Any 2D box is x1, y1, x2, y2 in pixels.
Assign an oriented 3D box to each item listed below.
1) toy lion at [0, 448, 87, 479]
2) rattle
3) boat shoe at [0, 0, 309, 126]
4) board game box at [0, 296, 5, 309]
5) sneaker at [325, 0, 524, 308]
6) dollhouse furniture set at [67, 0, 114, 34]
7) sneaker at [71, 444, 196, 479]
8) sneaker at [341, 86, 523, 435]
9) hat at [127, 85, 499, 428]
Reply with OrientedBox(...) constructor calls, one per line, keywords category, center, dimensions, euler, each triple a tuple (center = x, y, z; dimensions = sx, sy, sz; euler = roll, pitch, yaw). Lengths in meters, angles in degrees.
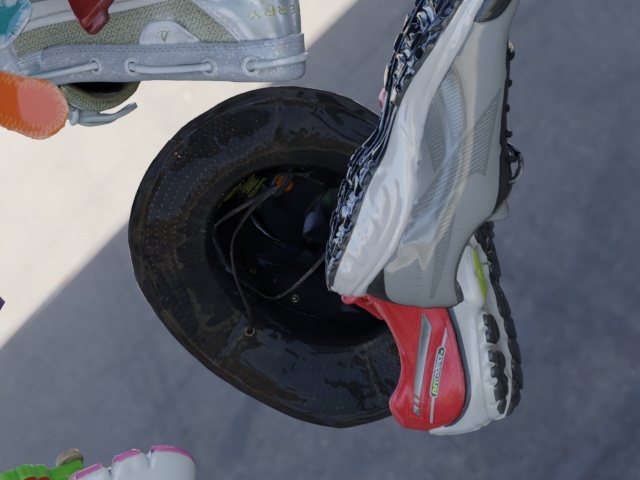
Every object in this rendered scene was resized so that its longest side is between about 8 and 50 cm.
OrientedBox(category="toy lion", center=(-0.240, 0.221, 1.580), dimensions=(0.096, 0.100, 0.034), euler=(-19, 51, -20))
OrientedBox(category="rattle", center=(-0.222, -0.094, 0.910), dimensions=(0.199, 0.143, 0.130), euler=(55, 140, 45))
OrientedBox(category="boat shoe", center=(-0.134, -0.126, 1.280), dimensions=(0.320, 0.103, 0.118), euler=(-13, 1, 42))
OrientedBox(category="board game box", center=(-0.481, 0.168, 1.850), dimensions=(0.208, 0.056, 0.347), euler=(18, 71, 35))
OrientedBox(category="sneaker", center=(0.090, -0.079, 1.233), dimensions=(0.100, 0.108, 0.271), euler=(-96, 25, -70))
OrientedBox(category="dollhouse furniture set", center=(-0.120, -0.300, 1.024), dimensions=(0.201, 0.152, 0.374), euler=(2, -38, -49))
OrientedBox(category="sneaker", center=(-0.142, 0.183, 0.770), dimensions=(0.252, 0.111, 0.103), euler=(-25, -17, -19))
OrientedBox(category="sneaker", center=(0.068, 0.010, 1.413), dimensions=(0.118, 0.279, 0.107), euler=(-14, -15, 17))
OrientedBox(category="hat", center=(0.000, 0.000, 1.694), dimensions=(0.331, 0.331, 0.134), euler=(-38, 11, 20))
